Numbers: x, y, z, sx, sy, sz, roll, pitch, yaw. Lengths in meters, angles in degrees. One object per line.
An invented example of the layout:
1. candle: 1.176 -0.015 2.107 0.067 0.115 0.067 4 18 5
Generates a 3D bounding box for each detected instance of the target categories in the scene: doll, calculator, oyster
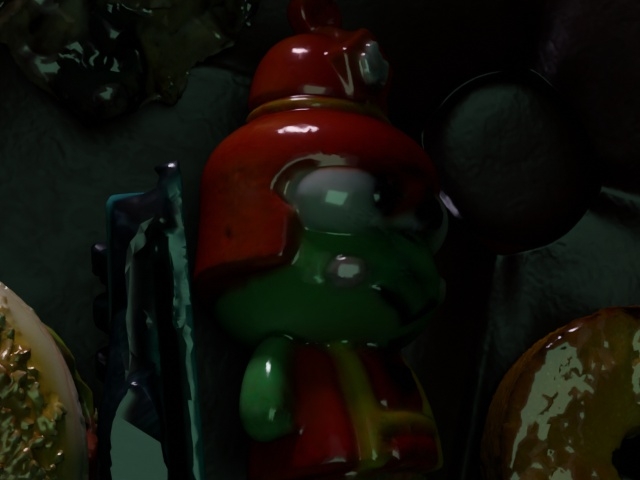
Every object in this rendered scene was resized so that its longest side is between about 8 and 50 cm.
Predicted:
1. doll: 0.001 0.000 0.724 0.182 0.160 0.363 12 73 -45
2. calculator: -0.099 0.108 0.638 0.058 0.248 0.274 -3 82 -8
3. oyster: -0.093 -0.249 0.782 0.361 0.096 0.221 -39 99 -15

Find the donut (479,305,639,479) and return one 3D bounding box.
1. donut: 0.235 0.170 0.786 0.253 0.118 0.254 3 79 -13

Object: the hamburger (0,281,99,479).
1. hamburger: -0.279 0.140 0.621 0.301 0.170 0.302 3 79 -14
